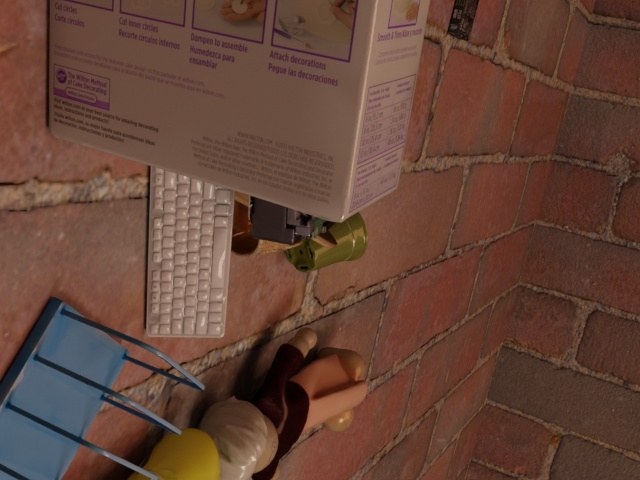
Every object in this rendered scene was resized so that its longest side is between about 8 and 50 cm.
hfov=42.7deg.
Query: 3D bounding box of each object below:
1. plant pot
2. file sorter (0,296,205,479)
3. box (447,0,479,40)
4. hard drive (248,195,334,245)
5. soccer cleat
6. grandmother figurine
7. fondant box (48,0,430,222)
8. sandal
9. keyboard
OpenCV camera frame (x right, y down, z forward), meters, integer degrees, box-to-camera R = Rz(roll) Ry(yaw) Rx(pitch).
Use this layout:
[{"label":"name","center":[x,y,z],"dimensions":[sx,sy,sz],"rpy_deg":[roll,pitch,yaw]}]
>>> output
[{"label":"plant pot","center":[0.000,0.000,0.976],"dimensions":[0.079,0.083,0.083],"rpy_deg":[-28,132,-42]},{"label":"file sorter","center":[-0.182,0.155,0.629],"dimensions":[0.170,0.104,0.118],"rpy_deg":[-64,155,-19]},{"label":"box","center":[0.228,-0.362,1.291],"dimensions":[0.067,0.018,0.083],"rpy_deg":[-10,115,-64]},{"label":"hard drive","center":[0.021,-0.157,0.794],"dimensions":[0.339,0.064,0.237],"rpy_deg":[-47,143,-64]},{"label":"soccer cleat","center":[-0.180,0.269,0.722],"dimensions":[0.289,0.093,0.121],"rpy_deg":[-49,153,-41]},{"label":"grandmother figurine","center":[-0.040,0.208,0.997],"dimensions":[0.342,0.104,0.208],"rpy_deg":[-12,109,-67]},{"label":"fondant box","center":[-0.048,-0.203,0.504],"dimensions":[0.096,0.238,0.330],"rpy_deg":[-31,134,-57]},{"label":"sandal","center":[-0.072,-0.024,0.819],"dimensions":[0.079,0.088,0.240],"rpy_deg":[-42,150,8]},{"label":"keyboard","center":[-0.111,-0.027,0.710],"dimensions":[0.014,0.072,0.256],"rpy_deg":[-98,-166,-66]}]
